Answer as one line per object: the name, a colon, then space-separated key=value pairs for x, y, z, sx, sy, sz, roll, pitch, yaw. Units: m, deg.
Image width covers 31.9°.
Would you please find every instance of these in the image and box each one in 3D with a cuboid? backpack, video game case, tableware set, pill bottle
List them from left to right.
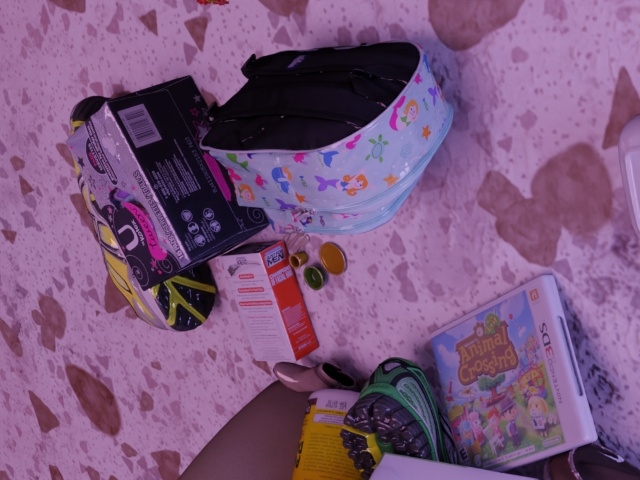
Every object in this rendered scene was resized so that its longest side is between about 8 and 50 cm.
tableware set: x=0.000 y=0.000 z=1.511 sx=0.104 sy=0.024 sz=0.154 roll=53 pitch=138 yaw=11
pill bottle: x=0.021 y=0.316 z=1.507 sx=0.117 sy=0.117 sz=0.214 roll=-12 pitch=59 yaw=49
backpack: x=0.021 y=-0.121 z=1.278 sx=0.254 sy=0.225 sz=0.191 roll=-4 pitch=130 yaw=42
video game case: x=0.218 y=0.166 z=1.315 sx=0.212 sy=0.023 sz=0.193 roll=-36 pitch=59 yaw=49

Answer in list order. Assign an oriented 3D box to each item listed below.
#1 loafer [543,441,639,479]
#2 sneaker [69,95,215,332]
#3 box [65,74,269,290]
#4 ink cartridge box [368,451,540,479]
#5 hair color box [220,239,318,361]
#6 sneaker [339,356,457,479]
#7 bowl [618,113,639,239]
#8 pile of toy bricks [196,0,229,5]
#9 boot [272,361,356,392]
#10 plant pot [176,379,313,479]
loafer: x=0.410 y=0.313 z=1.191 sx=0.366 sy=0.134 sz=0.130 roll=32 pitch=118 yaw=27
sneaker: x=-0.303 y=-0.031 z=1.719 sx=0.147 sy=0.145 sz=0.384 roll=-13 pitch=100 yaw=48
box: x=-0.220 y=-0.080 z=1.588 sx=0.142 sy=0.163 sz=0.247 roll=-31 pitch=87 yaw=48
ink cartridge box: x=0.178 y=0.434 z=1.366 sx=0.207 sy=0.119 sz=0.353 roll=5 pitch=129 yaw=27
hair color box: x=-0.073 y=0.088 z=1.612 sx=0.093 sy=0.053 sz=0.167 roll=-5 pitch=108 yaw=47
sneaker: x=0.140 y=0.300 z=1.461 sx=0.134 sy=0.146 sz=0.343 roll=0 pitch=126 yaw=27
bowl: x=0.354 y=-0.056 z=1.091 sx=0.142 sy=0.053 sz=0.142 roll=1 pitch=110 yaw=45
pile of toy bricks: x=-0.128 y=-0.339 z=1.379 sx=0.212 sy=0.118 sz=0.105 roll=-3 pitch=89 yaw=48
boot: x=-0.005 y=0.190 z=1.580 sx=0.119 sy=0.042 sz=0.087 roll=23 pitch=152 yaw=-3
plant pot: x=-0.099 y=0.371 z=1.621 sx=0.257 sy=0.274 sz=0.256 roll=23 pitch=125 yaw=37
